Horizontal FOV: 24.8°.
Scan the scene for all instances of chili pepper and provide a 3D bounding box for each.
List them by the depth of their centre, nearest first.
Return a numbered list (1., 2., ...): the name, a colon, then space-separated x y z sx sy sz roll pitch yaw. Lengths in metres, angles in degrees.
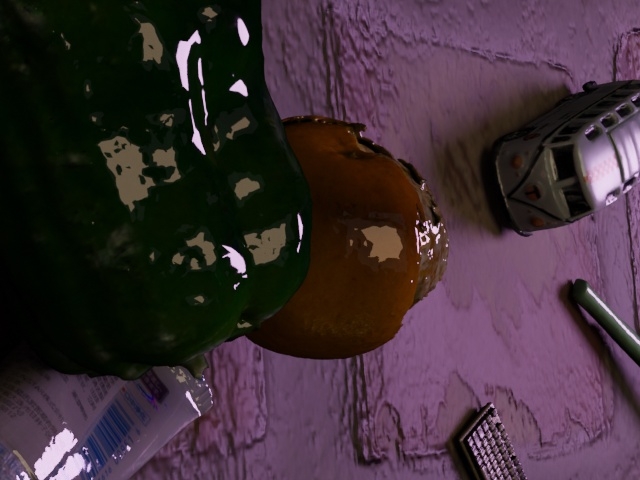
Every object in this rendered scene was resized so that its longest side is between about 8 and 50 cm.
1. chili pepper: -0.115 -0.116 0.707 0.213 0.167 0.385 -22 91 -61

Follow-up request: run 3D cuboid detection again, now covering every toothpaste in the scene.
1. toothpaste: -0.151 0.112 0.726 0.114 0.073 0.299 63 35 -14

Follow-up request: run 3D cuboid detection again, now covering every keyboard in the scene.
1. keyboard: 0.139 0.187 1.090 0.049 0.015 0.129 -44 117 -45

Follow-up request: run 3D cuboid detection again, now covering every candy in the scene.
1. candy: 0.357 0.174 1.303 0.440 0.119 0.119 43 52 -28

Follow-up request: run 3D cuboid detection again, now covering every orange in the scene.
1. orange: 0.000 0.000 0.865 0.156 0.134 0.156 21 31 -13

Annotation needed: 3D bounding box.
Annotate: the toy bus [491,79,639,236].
1. toy bus: 0.217 -0.070 1.174 0.194 0.089 0.087 -31 106 -47
